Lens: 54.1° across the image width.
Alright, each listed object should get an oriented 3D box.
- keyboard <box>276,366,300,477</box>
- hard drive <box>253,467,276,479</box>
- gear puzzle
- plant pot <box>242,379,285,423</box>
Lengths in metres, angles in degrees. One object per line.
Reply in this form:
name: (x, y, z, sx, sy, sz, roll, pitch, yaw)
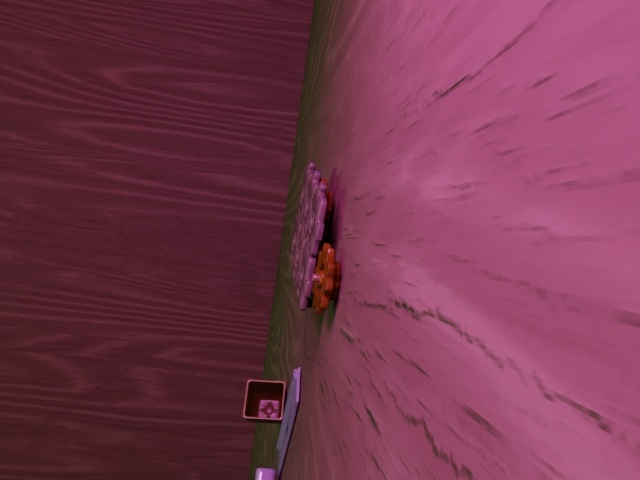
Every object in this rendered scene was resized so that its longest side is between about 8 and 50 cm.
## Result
keyboard: (-0.058, 0.330, 1.120, 0.072, 0.014, 0.256, -96, 14, -47)
hard drive: (-0.121, 0.605, 1.168, 0.203, 0.040, 0.307, 105, 170, -59)
gear puzzle: (0.000, 0.000, 0.882, 0.339, 0.044, 0.175, -109, 29, -72)
plant pot: (-0.113, 0.346, 1.314, 0.083, 0.082, 0.081, 87, -174, -59)
